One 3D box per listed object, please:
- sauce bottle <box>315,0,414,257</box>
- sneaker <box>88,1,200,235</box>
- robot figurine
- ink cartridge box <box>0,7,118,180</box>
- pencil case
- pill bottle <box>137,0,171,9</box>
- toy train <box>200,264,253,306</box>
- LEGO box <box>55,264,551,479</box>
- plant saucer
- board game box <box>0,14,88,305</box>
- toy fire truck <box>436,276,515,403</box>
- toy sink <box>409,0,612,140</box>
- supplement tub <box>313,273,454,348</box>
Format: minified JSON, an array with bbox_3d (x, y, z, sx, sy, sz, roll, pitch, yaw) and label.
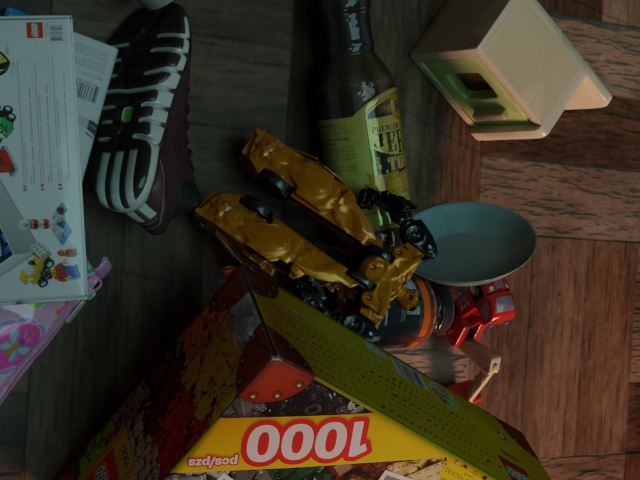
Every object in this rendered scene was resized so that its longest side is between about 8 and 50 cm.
[{"bbox_3d":[0.050,-0.152,1.772,0.111,0.111,0.345,-15,102,-32],"label":"sauce bottle"},{"bbox_3d":[-0.195,-0.134,1.635,0.162,0.106,0.281,54,42,-56],"label":"sneaker"},{"bbox_3d":[0.000,0.000,1.688,0.291,0.085,0.211,36,72,2],"label":"robot figurine"},{"bbox_3d":[-0.327,-0.148,1.538,0.139,0.082,0.191,18,84,-32],"label":"ink cartridge box"},{"bbox_3d":[-0.358,0.106,1.507,0.124,0.124,0.284,46,69,-26],"label":"pencil case"},{"bbox_3d":[-0.251,-0.391,1.534,0.264,0.153,0.153,40,71,-28],"label":"pill bottle"},{"bbox_3d":[-0.083,0.110,1.640,0.166,0.125,0.046,45,39,9],"label":"toy train"},{"bbox_3d":[-0.007,0.317,1.618,0.500,0.193,0.372,32,107,-30],"label":"LEGO box"},{"bbox_3d":[0.196,0.014,1.842,0.195,0.195,0.037,-28,129,-29],"label":"plant saucer"},{"bbox_3d":[-0.351,-0.083,1.441,0.192,0.053,0.305,-3,87,-12],"label":"board game box"},{"bbox_3d":[0.212,0.144,1.879,0.047,0.192,0.135,-8,69,-34],"label":"toy fire truck"},{"bbox_3d":[0.263,-0.222,1.886,0.234,0.152,0.131,45,69,-28],"label":"toy sink"},{"bbox_3d":[0.081,0.093,1.808,0.197,0.106,0.106,2,91,-34],"label":"supplement tub"}]
